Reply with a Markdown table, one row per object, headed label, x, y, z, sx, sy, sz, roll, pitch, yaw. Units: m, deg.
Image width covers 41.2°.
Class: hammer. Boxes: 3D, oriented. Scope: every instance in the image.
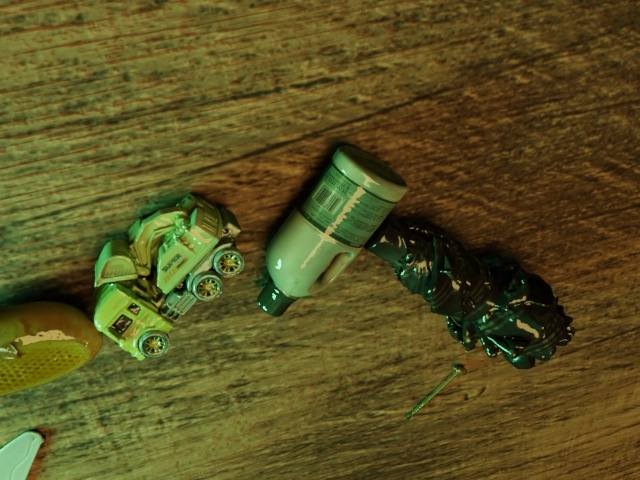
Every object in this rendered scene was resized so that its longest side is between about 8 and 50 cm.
| label | x | y | z | sx | sy | sz | roll | pitch | yaw |
| --- | --- | --- | --- | --- | --- | --- | --- | --- | --- |
| hammer | 0.174 | 0.232 | 1.289 | 0.029 | 0.014 | 0.123 | 33 | 110 | -29 |

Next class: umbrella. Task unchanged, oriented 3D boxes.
| label | x | y | z | sx | sy | sz | roll | pitch | yaw |
| --- | --- | --- | --- | --- | --- | --- | --- | --- | --- |
| umbrella | 0.193 | 0.067 | 1.081 | 0.336 | 0.154 | 0.128 | 34 | 68 | -39 |

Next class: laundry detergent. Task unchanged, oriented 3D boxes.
| label | x | y | z | sx | sy | sz | roll | pitch | yaw |
| --- | --- | --- | --- | --- | --- | --- | --- | --- | --- |
| laundry detergent | 0.000 | 0.000 | 0.996 | 0.099 | 0.070 | 0.226 | 21 | 115 | -35 |

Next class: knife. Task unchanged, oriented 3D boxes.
| label | x | y | z | sx | sy | sz | roll | pitch | yaw |
| --- | --- | --- | --- | --- | --- | --- | --- | --- | --- |
| knife | -0.446 | 0.374 | 1.138 | 0.081 | 0.043 | 0.336 | 14 | 113 | -21 |

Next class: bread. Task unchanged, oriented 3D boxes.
| label | x | y | z | sx | sy | sz | roll | pitch | yaw |
| --- | --- | --- | --- | --- | --- | --- | --- | --- | --- |
| bread | -0.337 | 0.118 | 0.946 | 0.189 | 0.077 | 0.114 | -16 | 149 | -3 |

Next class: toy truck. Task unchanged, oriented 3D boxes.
| label | x | y | z | sx | sy | sz | roll | pitch | yaw |
| --- | --- | --- | --- | --- | --- | --- | --- | --- | --- |
| toy truck | -0.178 | 0.031 | 0.937 | 0.116 | 0.085 | 0.191 | 37 | 103 | -29 |
